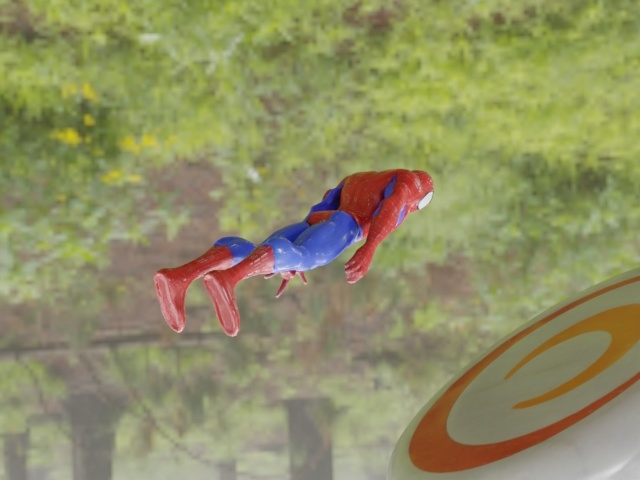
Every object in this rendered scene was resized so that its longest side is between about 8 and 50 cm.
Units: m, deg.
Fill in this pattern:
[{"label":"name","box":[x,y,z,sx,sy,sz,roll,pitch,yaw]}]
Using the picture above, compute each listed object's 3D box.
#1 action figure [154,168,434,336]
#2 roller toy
[{"label":"action figure","box":[0.000,0.000,0.447,0.038,0.030,0.115,-6,-162,45]},{"label":"roller toy","box":[0.141,0.108,0.595,0.209,0.146,0.191,-32,-171,11]}]
